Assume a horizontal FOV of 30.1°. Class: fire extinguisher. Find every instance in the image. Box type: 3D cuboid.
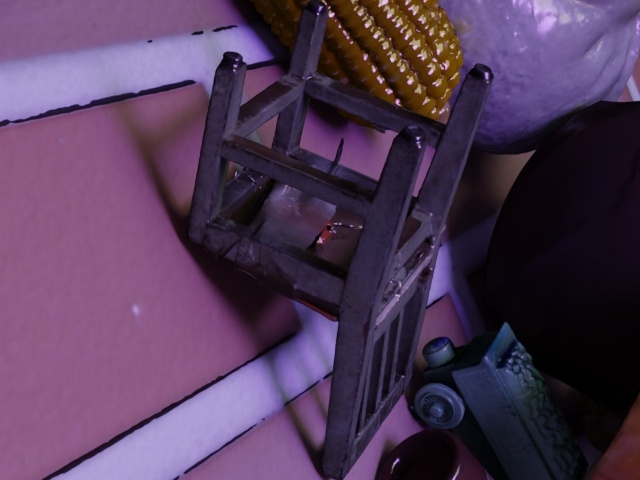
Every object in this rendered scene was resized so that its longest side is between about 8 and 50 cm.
[{"bbox_3d":[0.143,0.232,0.872,0.231,0.099,0.071,49,42,-26],"label":"fire extinguisher"}]

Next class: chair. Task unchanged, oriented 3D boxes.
[{"bbox_3d":[0.000,0.000,0.791,0.136,0.147,0.270,-46,154,-52],"label":"chair"}]

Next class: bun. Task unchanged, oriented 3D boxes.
[{"bbox_3d":[0.183,-0.259,1.096,0.362,0.211,0.361,31,50,-46],"label":"bun"}]

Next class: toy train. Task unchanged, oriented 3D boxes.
[{"bbox_3d":[0.141,0.145,0.917,0.172,0.099,0.070,60,37,-13],"label":"toy train"}]

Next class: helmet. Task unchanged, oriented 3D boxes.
[{"bbox_3d":[0.249,-0.013,1.031,0.305,0.177,0.225,-68,160,-10],"label":"helmet"}]

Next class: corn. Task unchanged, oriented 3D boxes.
[{"bbox_3d":[0.335,0.158,1.194,0.260,0.091,0.091,-4,111,-55],"label":"corn"},{"bbox_3d":[0.000,-0.202,0.890,0.322,0.119,0.119,50,37,-18],"label":"corn"}]

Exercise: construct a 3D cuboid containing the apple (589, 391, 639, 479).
[{"bbox_3d":[0.324,0.157,0.900,0.309,0.314,0.252,60,22,-74],"label":"apple"}]
